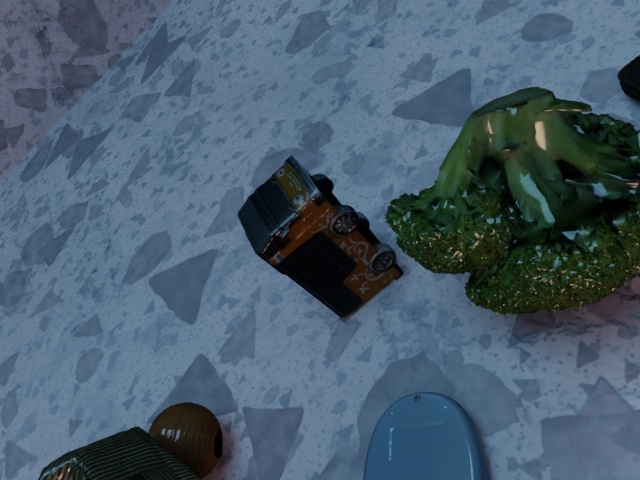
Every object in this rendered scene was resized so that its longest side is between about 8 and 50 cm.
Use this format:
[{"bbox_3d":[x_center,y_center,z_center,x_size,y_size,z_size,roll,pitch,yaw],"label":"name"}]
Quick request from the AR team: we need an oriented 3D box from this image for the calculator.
[{"bbox_3d":[0.142,0.357,0.865,0.188,0.042,0.302,-16,50,27],"label":"calculator"}]

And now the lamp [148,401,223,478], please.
[{"bbox_3d":[-0.236,0.350,1.092,0.136,0.136,0.136,-20,48,24],"label":"lamp"}]

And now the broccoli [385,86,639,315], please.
[{"bbox_3d":[0.315,-0.057,0.872,0.413,0.321,0.310,-12,81,28],"label":"broccoli"}]

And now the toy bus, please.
[{"bbox_3d":[0.000,0.000,1.077,0.167,0.275,0.138,-41,43,7],"label":"toy bus"}]

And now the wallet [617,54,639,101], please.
[{"bbox_3d":[0.616,-0.229,0.950,0.165,0.042,0.309,-40,44,2],"label":"wallet"}]

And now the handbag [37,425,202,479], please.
[{"bbox_3d":[-0.284,0.475,0.915,0.240,0.247,0.340,19,105,32],"label":"handbag"}]
